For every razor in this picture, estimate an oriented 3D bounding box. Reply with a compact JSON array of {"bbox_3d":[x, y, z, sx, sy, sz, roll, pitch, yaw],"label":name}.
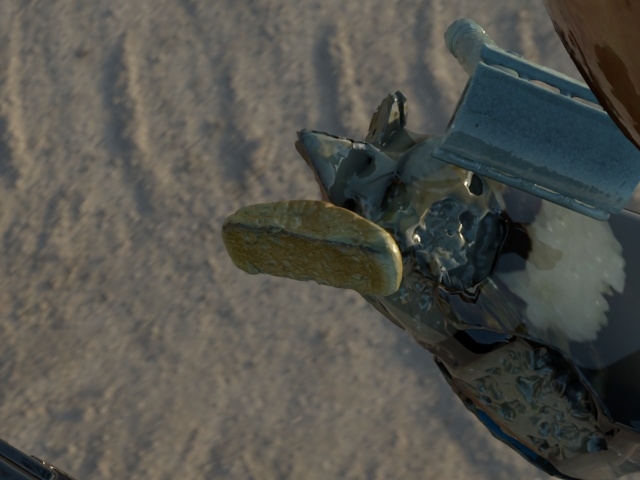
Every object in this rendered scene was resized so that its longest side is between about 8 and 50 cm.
[{"bbox_3d":[0.103,-0.091,1.053,0.106,0.232,0.068,20,107,-15],"label":"razor"}]

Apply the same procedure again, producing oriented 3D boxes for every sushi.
[{"bbox_3d":[0.086,0.031,1.020,0.273,0.109,0.134,26,56,-12],"label":"sushi"}]

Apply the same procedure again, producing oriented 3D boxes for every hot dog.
[{"bbox_3d":[0.000,0.000,0.833,0.034,0.090,0.030,-54,142,-42],"label":"hot dog"}]

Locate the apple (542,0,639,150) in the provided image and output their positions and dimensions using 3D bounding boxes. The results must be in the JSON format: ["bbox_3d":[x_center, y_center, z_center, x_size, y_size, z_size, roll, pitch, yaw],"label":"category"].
[{"bbox_3d":[0.135,-0.097,0.457,0.181,0.181,0.168,-30,107,-34],"label":"apple"}]

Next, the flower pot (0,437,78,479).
[{"bbox_3d":[-0.106,0.175,0.920,0.251,0.179,0.084,26,79,22],"label":"flower pot"}]
